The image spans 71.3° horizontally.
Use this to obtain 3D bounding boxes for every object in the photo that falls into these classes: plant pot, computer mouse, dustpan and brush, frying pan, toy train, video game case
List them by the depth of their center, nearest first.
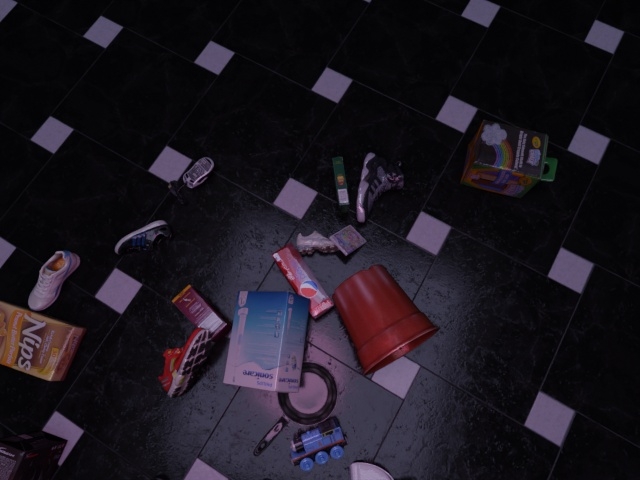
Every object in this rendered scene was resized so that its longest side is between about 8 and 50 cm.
[{"bbox_3d":[0.201,0.750,1.350,0.211,0.060,0.147,-4,74,1],"label":"dustpan and brush"},{"bbox_3d":[-0.009,0.626,1.371,0.184,0.080,0.105,-18,97,-7],"label":"toy train"},{"bbox_3d":[0.184,0.237,1.408,0.272,0.272,0.265,-29,67,-6],"label":"plant pot"},{"bbox_3d":[-0.063,0.549,1.421,0.197,0.053,0.326,19,77,7],"label":"frying pan"},{"bbox_3d":[0.097,-0.002,1.557,0.087,0.011,0.122,47,44,13],"label":"video game case"},{"bbox_3d":[-0.469,-0.228,1.660,0.193,0.042,0.106,-42,72,-4],"label":"computer mouse"}]

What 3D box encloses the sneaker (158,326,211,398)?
[{"bbox_3d":[-0.443,0.374,1.410,0.118,0.107,0.279,39,110,21],"label":"sneaker"}]

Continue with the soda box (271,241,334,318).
[{"bbox_3d":[-0.059,0.140,1.515,0.083,0.092,0.263,-33,76,-8],"label":"soda box"}]

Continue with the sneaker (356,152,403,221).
[{"bbox_3d":[0.215,-0.184,1.593,0.153,0.101,0.268,10,72,7],"label":"sneaker"}]

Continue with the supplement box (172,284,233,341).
[{"bbox_3d":[-0.391,0.246,1.489,0.188,0.104,0.081,43,79,12],"label":"supplement box"}]

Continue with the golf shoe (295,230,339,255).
[{"bbox_3d":[0.000,0.000,1.569,0.176,0.069,0.086,-3,68,-1],"label":"golf shoe"}]

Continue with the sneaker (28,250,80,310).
[{"bbox_3d":[-0.939,0.134,1.543,0.087,0.092,0.228,26,78,7],"label":"sneaker"}]

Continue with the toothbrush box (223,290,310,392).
[{"bbox_3d":[-0.168,0.314,1.406,0.216,0.126,0.295,-5,70,34],"label":"toothbrush box"}]

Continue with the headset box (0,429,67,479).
[{"bbox_3d":[-0.910,0.733,1.307,0.110,0.218,0.293,17,74,6],"label":"headset box"}]

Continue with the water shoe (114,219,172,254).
[{"bbox_3d":[-0.628,0.004,1.581,0.203,0.073,0.080,-33,78,-7],"label":"water shoe"}]

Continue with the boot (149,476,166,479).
[{"bbox_3d":[-0.524,0.830,1.274,0.094,0.207,0.246,13,74,6],"label":"boot"}]

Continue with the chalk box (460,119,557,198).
[{"bbox_3d":[0.672,-0.274,1.569,0.289,0.179,0.180,16,74,5],"label":"chalk box"}]

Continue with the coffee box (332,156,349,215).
[{"bbox_3d":[0.073,-0.194,1.596,0.040,0.113,0.184,-8,73,1],"label":"coffee box"}]

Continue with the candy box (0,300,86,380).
[{"bbox_3d":[-0.978,0.331,1.490,0.317,0.087,0.182,16,76,6],"label":"candy box"}]
